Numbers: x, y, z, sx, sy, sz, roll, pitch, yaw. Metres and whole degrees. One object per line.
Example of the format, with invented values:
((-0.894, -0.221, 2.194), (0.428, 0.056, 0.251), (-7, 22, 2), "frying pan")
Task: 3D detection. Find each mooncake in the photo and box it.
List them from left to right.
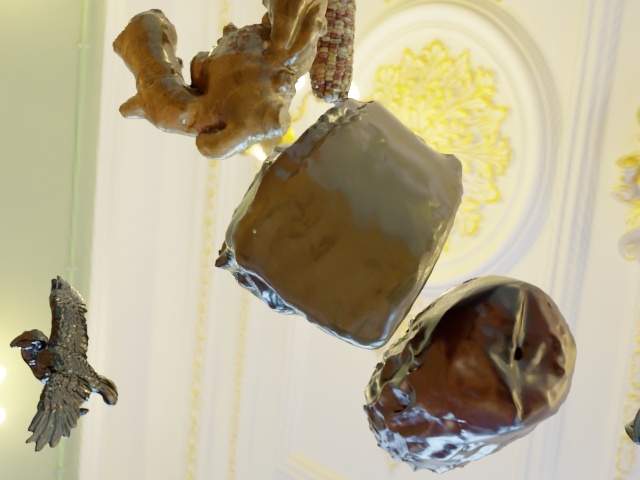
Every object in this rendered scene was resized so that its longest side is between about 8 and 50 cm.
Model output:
((0.000, 0.000, 1.147), (0.246, 0.393, 0.394), (38, -49, -4), "mooncake")

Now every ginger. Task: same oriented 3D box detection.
((-0.030, -0.132, 0.481), (0.193, 0.052, 0.176), (-19, -112, 22), "ginger")

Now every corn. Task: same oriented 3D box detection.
((0.021, -0.393, 1.578), (0.098, 0.098, 0.290), (-3, -92, 47), "corn")

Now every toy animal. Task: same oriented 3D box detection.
((-0.231, 0.116, 0.765), (0.220, 0.062, 0.108), (-105, 177, -56), "toy animal")

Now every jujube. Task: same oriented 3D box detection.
((0.207, 0.201, 1.221), (0.258, 0.258, 0.377), (62, -31, 25), "jujube")

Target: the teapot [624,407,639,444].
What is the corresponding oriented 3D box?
((0.389, 0.177, 0.690), (0.203, 0.171, 0.225), (-40, -114, -6), "teapot")
